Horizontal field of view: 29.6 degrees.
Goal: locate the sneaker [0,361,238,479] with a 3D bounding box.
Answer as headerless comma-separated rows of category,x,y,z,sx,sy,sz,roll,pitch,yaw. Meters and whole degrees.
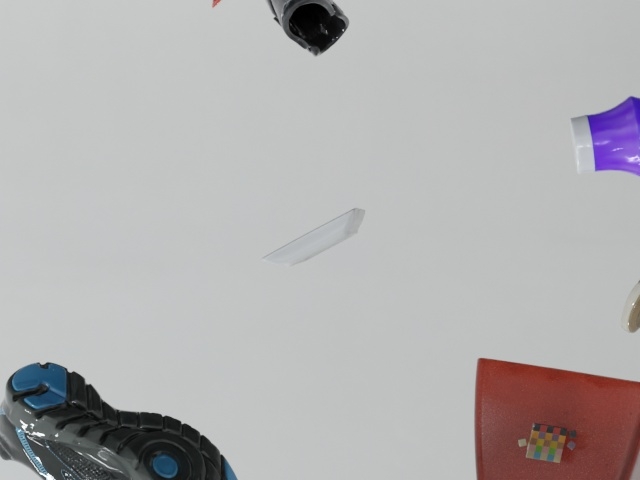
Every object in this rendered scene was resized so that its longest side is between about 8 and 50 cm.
sneaker,-0.253,0.284,1.535,0.340,0.140,0.125,31,-145,2

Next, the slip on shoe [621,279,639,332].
slip on shoe,0.398,0.054,1.409,0.041,0.135,0.051,39,-163,34

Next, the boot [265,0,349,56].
boot,-0.086,-0.339,1.409,0.118,0.223,0.338,-44,159,19

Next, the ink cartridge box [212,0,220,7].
ink cartridge box,-0.043,-0.361,1.181,0.232,0.189,0.066,-34,123,27

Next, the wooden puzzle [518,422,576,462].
wooden puzzle,0.314,0.281,1.684,0.083,0.049,0.006,11,-174,-9

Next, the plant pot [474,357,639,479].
plant pot,0.369,0.343,1.833,0.267,0.236,0.267,6,160,24

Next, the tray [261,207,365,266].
tray,0.000,0.000,1.737,0.145,0.030,0.270,-27,178,5

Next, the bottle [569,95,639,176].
bottle,0.428,-0.129,1.370,0.282,0.118,0.092,-8,164,10
